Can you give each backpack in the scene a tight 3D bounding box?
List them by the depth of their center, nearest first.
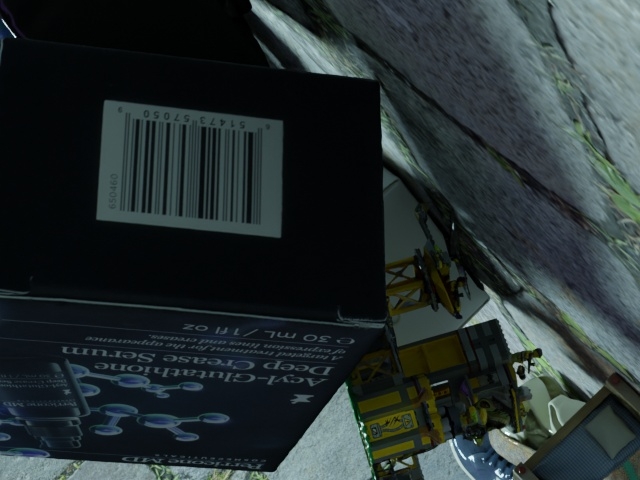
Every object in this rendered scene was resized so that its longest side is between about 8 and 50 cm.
[{"bbox_3d":[-0.234,-0.234,1.359,0.290,0.273,0.355,49,-173,-33],"label":"backpack"}]

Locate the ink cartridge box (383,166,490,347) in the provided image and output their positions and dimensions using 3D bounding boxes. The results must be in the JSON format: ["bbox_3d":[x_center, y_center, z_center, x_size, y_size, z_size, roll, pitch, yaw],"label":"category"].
[{"bbox_3d":[0.008,-0.025,1.626,0.307,0.129,0.223,42,175,48],"label":"ink cartridge box"}]

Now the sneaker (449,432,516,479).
[{"bbox_3d":[0.358,0.393,2.504,0.350,0.131,0.148,39,168,12],"label":"sneaker"}]

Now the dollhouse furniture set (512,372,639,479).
[{"bbox_3d":[0.284,0.235,1.397,0.183,0.129,0.129,45,176,15],"label":"dollhouse furniture set"}]

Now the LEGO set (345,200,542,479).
[{"bbox_3d":[0.128,0.148,1.426,0.255,0.192,0.331,-107,2,-49],"label":"LEGO set"}]

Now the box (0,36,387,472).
[{"bbox_3d":[-0.137,0.033,1.271,0.294,0.212,0.395,5,156,-12],"label":"box"}]

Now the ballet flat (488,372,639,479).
[{"bbox_3d":[0.264,0.203,1.669,0.106,0.107,0.316,61,164,-21],"label":"ballet flat"}]
